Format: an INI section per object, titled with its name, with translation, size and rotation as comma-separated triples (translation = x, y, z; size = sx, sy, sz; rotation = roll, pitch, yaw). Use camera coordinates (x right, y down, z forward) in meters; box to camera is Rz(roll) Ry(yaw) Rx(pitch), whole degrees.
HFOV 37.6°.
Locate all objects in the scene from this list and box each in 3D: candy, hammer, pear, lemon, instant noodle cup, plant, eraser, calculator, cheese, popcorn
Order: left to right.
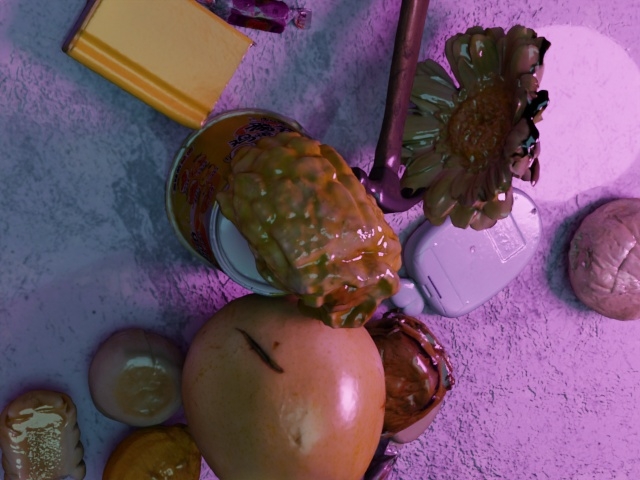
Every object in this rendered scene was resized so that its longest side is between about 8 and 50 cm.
[lemon]
translation = -0.255, 0.356, 1.437
size = 0.142, 0.142, 0.187
rotation = 38, 88, -24
[eraser]
translation = -0.226, -0.271, 1.303
size = 0.226, 0.069, 0.158
rotation = 32, 95, -23
[candy]
translation = -0.092, -0.326, 1.348
size = 0.175, 0.045, 0.043
rotation = 5, 70, -18
[instant noodle cup]
translation = -0.082, -0.046, 1.346
size = 0.264, 0.200, 0.264
rotation = -5, 108, -16
[pear]
translation = -0.053, 0.228, 1.355
size = 0.309, 0.309, 0.309
rotation = -5, 107, -17
[popcorn]
translation = 0.000, 0.000, 1.154
size = 0.174, 0.225, 0.286
rotation = -36, 112, 1
[cheese]
translation = 0.138, 0.327, 1.614
size = 0.097, 0.037, 0.192
rotation = 21, 97, -21
[hammer]
translation = 0.120, -0.250, 1.345
size = 0.168, 0.044, 0.440
rotation = 26, 71, -51
[calculator]
translation = 0.242, 0.027, 1.559
size = 0.295, 0.042, 0.184
rotation = -35, 113, -7
[plant]
translation = 0.263, -0.142, 1.401
size = 0.306, 0.261, 0.297
rotation = -43, 114, 10

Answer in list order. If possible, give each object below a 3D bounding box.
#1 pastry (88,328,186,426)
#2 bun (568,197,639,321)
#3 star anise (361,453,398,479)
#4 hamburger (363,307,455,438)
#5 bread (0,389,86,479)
[pastry]
translation = -0.273, 0.211, 1.418
size = 0.156, 0.092, 0.156
rotation = -3, 108, -10
[bun]
translation = 0.537, 0.043, 1.612
size = 0.220, 0.134, 0.220
rotation = -5, 106, -18
[star anise]
translation = 0.035, 0.408, 1.576
size = 0.209, 0.089, 0.231
rotation = -24, 112, -1
[hamburger]
translation = 0.105, 0.218, 1.510
size = 0.206, 0.130, 0.183
rotation = -31, 94, 4
[bread]
translation = -0.414, 0.303, 1.398
size = 0.119, 0.084, 0.177
rotation = -6, 107, -18
